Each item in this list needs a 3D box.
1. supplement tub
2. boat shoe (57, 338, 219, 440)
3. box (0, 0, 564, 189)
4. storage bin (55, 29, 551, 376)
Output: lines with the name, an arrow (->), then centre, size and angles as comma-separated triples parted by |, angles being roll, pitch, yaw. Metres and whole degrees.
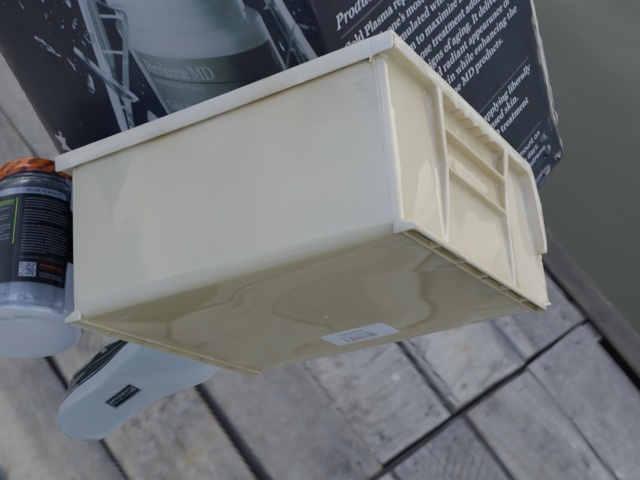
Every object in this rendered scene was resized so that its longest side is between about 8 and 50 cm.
supplement tub -> -0.299, 0.016, 1.049 | 0.117, 0.117, 0.190 | 6, 56, -17
boat shoe -> -0.170, 0.112, 0.968 | 0.078, 0.219, 0.070 | 41, 29, -33
box -> -0.071, -0.222, 0.980 | 0.480, 0.471, 0.297 | 15, 50, 39
storage bin -> 0.000, 0.000, 0.724 | 0.260, 0.262, 0.123 | 27, 52, -55
